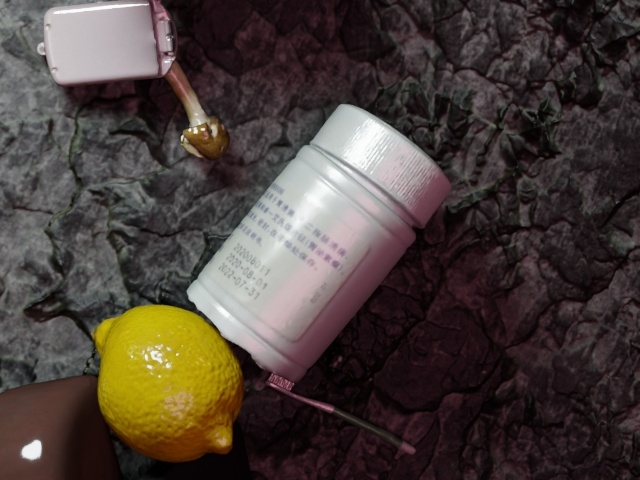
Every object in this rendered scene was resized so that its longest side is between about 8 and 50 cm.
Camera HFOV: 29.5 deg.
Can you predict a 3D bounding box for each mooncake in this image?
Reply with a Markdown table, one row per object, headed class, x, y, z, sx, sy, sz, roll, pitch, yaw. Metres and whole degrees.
| class | x | y | z | sx | sy | sz | roll | pitch | yaw |
| --- | --- | --- | --- | --- | --- | --- | --- | --- | --- |
| mooncake | -0.343 | 0.330 | 1.518 | 0.174 | 0.334 | 0.326 | -12 | 143 | 10 |

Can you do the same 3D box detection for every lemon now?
| class | x | y | z | sx | sy | sz | roll | pitch | yaw |
| --- | --- | --- | --- | --- | --- | --- | --- | --- | --- |
| lemon | -0.191 | 0.176 | 1.521 | 0.187 | 0.244 | 0.187 | -37 | 150 | -25 |

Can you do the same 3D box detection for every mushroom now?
| class | x | y | z | sx | sy | sz | roll | pitch | yaw |
| --- | --- | --- | --- | --- | --- | --- | --- | --- | --- |
| mushroom | -0.180 | -0.183 | 1.546 | 0.061 | 0.060 | 0.187 | -30 | 102 | 9 |

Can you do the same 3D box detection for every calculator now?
| class | x | y | z | sx | sy | sz | roll | pitch | yaw |
| --- | --- | --- | --- | --- | --- | --- | --- | --- | --- |
| calculator | -0.262 | -0.242 | 1.493 | 0.175 | 0.032 | 0.100 | -5 | 102 | 4 |

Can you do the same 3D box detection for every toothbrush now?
| class | x | y | z | sx | sy | sz | roll | pitch | yaw |
| --- | --- | --- | --- | --- | --- | --- | --- | --- | --- |
| toothbrush | 0.032 | 0.248 | 1.730 | 0.257 | 0.018 | 0.024 | 30 | 87 | -20 |

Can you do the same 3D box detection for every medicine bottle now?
| class | x | y | z | sx | sy | sz | roll | pitch | yaw |
| --- | --- | --- | --- | --- | --- | --- | --- | --- | --- |
| medicine bottle | 0.000 | 0.000 | 1.567 | 0.190 | 0.190 | 0.332 | 39 | 91 | -21 |

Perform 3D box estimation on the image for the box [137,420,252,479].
| class | x | y | z | sx | sy | sz | roll | pitch | yaw |
| --- | --- | --- | --- | --- | --- | --- | --- | --- | --- |
| box | -0.165 | 0.407 | 1.592 | 0.073 | 0.290 | 0.289 | -2 | 109 | 25 |
